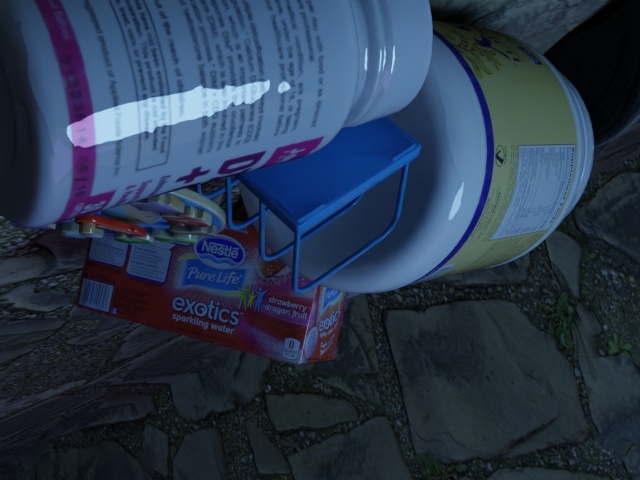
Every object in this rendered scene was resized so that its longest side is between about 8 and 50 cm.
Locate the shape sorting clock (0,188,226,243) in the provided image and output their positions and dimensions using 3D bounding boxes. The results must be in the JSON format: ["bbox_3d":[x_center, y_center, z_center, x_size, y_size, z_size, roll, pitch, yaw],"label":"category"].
[{"bbox_3d":[-0.172,-0.024,0.834,0.206,0.040,0.206,2,167,0],"label":"shape sorting clock"}]

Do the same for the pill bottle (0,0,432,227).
[{"bbox_3d":[-0.078,-0.117,0.711,0.283,0.160,0.160,-18,168,-32],"label":"pill bottle"}]

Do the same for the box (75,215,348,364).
[{"bbox_3d":[-0.105,0.037,1.165,0.256,0.128,0.122,12,-179,18],"label":"box"}]

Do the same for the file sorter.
[{"bbox_3d":[-0.028,-0.062,0.860,0.118,0.170,0.104,-34,152,-25],"label":"file sorter"}]

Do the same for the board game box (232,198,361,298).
[{"bbox_3d":[0.000,0.000,1.520,0.232,0.141,0.291,-19,169,-25],"label":"board game box"}]

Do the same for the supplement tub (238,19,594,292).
[{"bbox_3d":[0.104,-0.085,1.058,0.241,0.241,0.331,-31,168,31],"label":"supplement tub"}]

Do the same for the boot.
[{"bbox_3d":[0.448,-0.241,1.372,0.284,0.138,0.377,-17,162,-33],"label":"boot"}]
